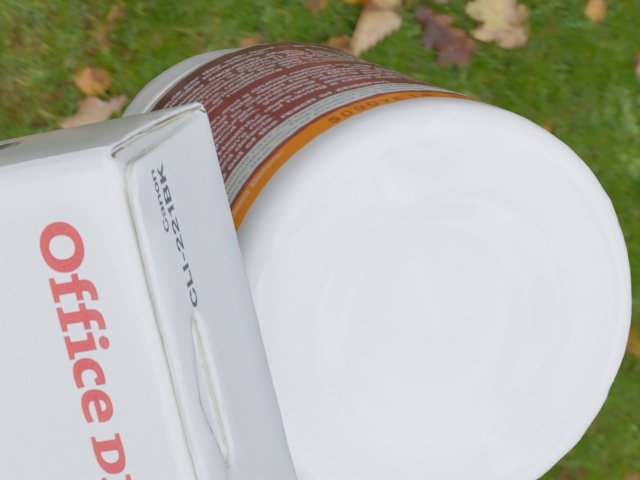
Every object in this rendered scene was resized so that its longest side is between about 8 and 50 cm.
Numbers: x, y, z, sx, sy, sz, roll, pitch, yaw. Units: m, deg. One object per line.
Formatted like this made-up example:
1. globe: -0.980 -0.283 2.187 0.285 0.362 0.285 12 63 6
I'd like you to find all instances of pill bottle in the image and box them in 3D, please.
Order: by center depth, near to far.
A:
1. pill bottle: 0.000 0.000 1.046 0.224 0.392 0.224 -4 104 -18

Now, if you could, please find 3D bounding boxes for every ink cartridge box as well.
1. ink cartridge box: -0.160 0.069 0.701 0.273 0.114 0.197 -9 102 17
